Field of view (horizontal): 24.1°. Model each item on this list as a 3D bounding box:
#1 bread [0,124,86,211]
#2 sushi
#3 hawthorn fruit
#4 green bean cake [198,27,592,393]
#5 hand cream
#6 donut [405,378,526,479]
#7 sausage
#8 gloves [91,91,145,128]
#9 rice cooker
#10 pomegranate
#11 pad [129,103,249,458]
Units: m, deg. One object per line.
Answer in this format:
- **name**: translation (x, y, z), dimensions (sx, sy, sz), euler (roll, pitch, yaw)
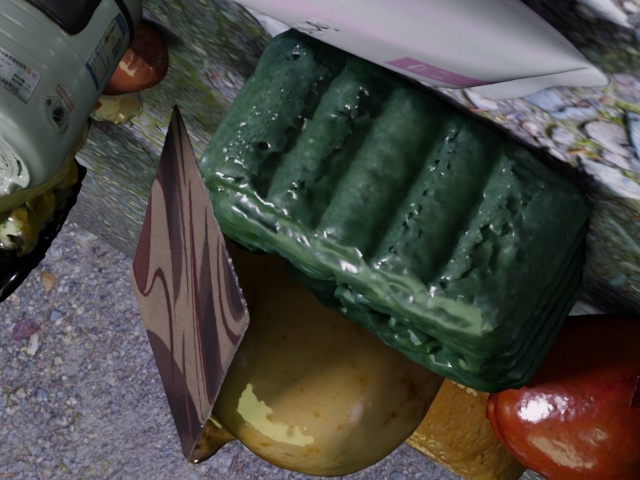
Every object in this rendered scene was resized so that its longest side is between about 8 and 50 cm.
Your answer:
- **bread**: translation (-0.378, -0.177, 1.526), dimensions (0.320, 0.237, 0.320), euler (20, 131, 25)
- **sushi**: translation (-0.453, -0.132, 1.999), dimensions (0.328, 0.329, 0.285), euler (42, 137, 2)
- **hawthorn fruit**: translation (0.245, 0.148, 1.414), dimensions (0.202, 0.185, 0.185), euler (11, 165, 10)
- **green bean cake**: translation (0.066, -0.007, 1.278), dimensions (0.300, 0.169, 0.308), euler (29, 171, 16)
- **hand cream**: translation (-0.008, -0.174, 0.907), dimensions (0.358, 0.118, 0.185), euler (29, 172, -15)
- **donut**: translation (0.168, 0.223, 2.104), dimensions (0.317, 0.150, 0.299), euler (30, 172, 15)
- **sausage**: translation (-0.207, -0.184, 1.528), dimensions (0.077, 0.077, 0.194), euler (36, 169, -20)
- **gloves**: translation (-0.265, -0.179, 1.728), dimensions (0.114, 0.070, 0.153), euler (22, 177, -36)
- **rice cooker**: translation (-0.277, -0.180, 1.268), dimensions (0.226, 0.244, 0.226), euler (24, 157, 11)
- **pomegranate**: translation (-0.029, 0.096, 1.569), dimensions (0.342, 0.342, 0.342), euler (31, 170, 6)
- **pad**: translation (-0.130, 0.051, 1.404), dimensions (0.330, 0.004, 0.220), euler (115, 140, -57)
